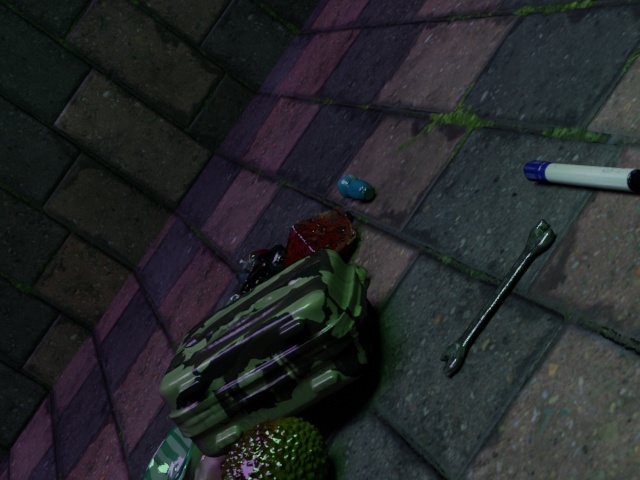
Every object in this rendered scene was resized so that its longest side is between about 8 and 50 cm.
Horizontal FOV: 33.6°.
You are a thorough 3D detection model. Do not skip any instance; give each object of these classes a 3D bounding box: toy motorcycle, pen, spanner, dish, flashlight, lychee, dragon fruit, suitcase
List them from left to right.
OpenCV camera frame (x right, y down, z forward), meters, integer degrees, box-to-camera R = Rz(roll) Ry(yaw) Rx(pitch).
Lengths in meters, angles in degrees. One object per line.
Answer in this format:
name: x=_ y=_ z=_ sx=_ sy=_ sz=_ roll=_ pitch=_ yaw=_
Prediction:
dish: x=-0.269 y=0.444 z=2.001 sx=0.246 sy=0.078 sz=0.224 roll=-53 pitch=18 yaw=2
toy motorcycle: x=-0.152 y=0.095 z=2.309 sx=0.213 sy=0.082 sz=0.122 roll=-56 pitch=19 yaw=-5
suitcase: x=-0.069 y=0.173 z=1.739 sx=0.351 sy=0.194 sz=0.339 roll=-31 pitch=14 yaw=15
lychee: x=-0.060 y=0.339 z=1.556 sx=0.171 sy=0.171 sz=0.171 roll=-47 pitch=20 yaw=23
dragon fruit: x=0.002 y=0.031 z=2.068 sx=0.127 sy=0.120 sz=0.161 roll=55 pitch=146 yaw=30
flashlight: x=0.073 y=-0.102 z=2.152 sx=0.051 sy=0.051 sz=0.129 roll=-55 pitch=23 yaw=0
spanner: x=0.242 y=0.079 z=1.459 sx=0.255 sy=0.015 sz=0.054 roll=-54 pitch=18 yaw=2
pen: x=0.356 y=-0.089 z=1.442 sx=0.033 sy=0.033 sz=0.269 roll=-57 pitch=18 yaw=-5

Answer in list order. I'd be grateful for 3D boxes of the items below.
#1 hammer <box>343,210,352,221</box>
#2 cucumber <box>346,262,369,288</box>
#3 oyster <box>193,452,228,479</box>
hammer: x=0.000 y=0.000 z=2.193 sx=0.201 sy=0.021 sz=0.078 roll=-39 pitch=24 yaw=42
cucumber: x=-0.002 y=0.108 z=1.954 sx=0.245 sy=0.067 sz=0.067 roll=-34 pitch=27 yaw=52
oyster: x=-0.179 y=0.465 z=1.721 sx=0.221 sy=0.096 sz=0.361 roll=-50 pitch=18 yaw=30
